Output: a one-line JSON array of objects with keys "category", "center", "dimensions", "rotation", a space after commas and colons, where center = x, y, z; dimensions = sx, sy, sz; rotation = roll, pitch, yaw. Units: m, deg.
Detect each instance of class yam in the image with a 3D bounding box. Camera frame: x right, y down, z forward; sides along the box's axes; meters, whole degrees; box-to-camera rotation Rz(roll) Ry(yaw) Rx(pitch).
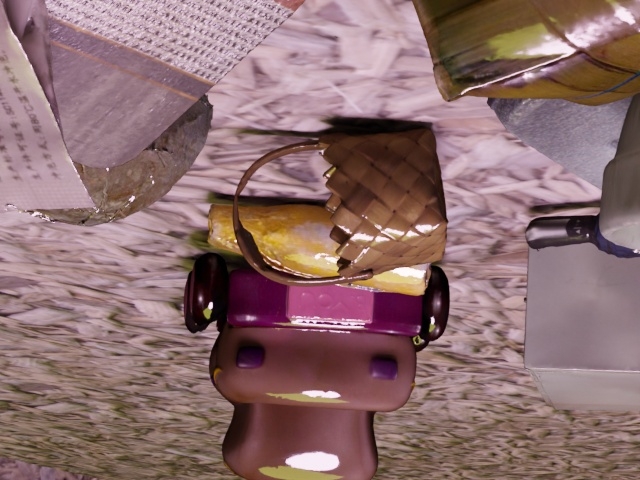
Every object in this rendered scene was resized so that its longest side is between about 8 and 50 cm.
[{"category": "yam", "center": [-0.206, -0.096, 1.395], "dimensions": [0.154, 0.154, 0.254], "rotation": [-5, 165, 32]}]

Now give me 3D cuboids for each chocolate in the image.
[{"category": "chocolate", "center": [0.000, 0.000, 1.819], "dimensions": [0.219, 0.086, 0.085], "rotation": [10, 164, -2]}]

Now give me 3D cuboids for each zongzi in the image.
[{"category": "zongzi", "center": [0.222, -0.159, 1.128], "dimensions": [0.260, 0.123, 0.289], "rotation": [-21, 167, 37]}]

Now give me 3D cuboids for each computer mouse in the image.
[{"category": "computer mouse", "center": [0.211, -0.097, 1.406], "dimensions": [0.113, 0.068, 0.229], "rotation": [-30, 135, 34]}]

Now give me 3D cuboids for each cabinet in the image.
[{"category": "cabinet", "center": [0.284, 0.079, 1.876], "dimensions": [0.150, 0.145, 0.206], "rotation": [0, 164, 13]}]

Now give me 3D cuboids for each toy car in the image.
[{"category": "toy car", "center": [-0.013, 0.141, 1.995], "dimensions": [0.271, 0.240, 0.341], "rotation": [4, 173, -4]}]

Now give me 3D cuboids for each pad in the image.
[{"category": "pad", "center": [-0.058, -0.097, 1.293], "dimensions": [0.323, 0.055, 0.250], "rotation": [33, 122, -28]}]

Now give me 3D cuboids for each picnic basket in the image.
[{"category": "picnic basket", "center": [0.015, -0.025, 1.603], "dimensions": [0.178, 0.128, 0.138], "rotation": [-12, 162, -3]}]

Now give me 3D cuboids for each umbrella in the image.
[{"category": "umbrella", "center": [0.295, -0.007, 1.708], "dimensions": [0.248, 0.071, 0.071], "rotation": [-5, 162, 27]}]

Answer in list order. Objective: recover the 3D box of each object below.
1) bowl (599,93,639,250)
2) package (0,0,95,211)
[{"category": "bowl", "center": [0.340, -0.067, 1.259], "dimensions": [0.307, 0.163, 0.307], "rotation": [2, 172, 0]}, {"category": "package", "center": [-0.267, -0.121, 1.209], "dimensions": [0.204, 0.251, 0.062], "rotation": [-2, -154, 25]}]
